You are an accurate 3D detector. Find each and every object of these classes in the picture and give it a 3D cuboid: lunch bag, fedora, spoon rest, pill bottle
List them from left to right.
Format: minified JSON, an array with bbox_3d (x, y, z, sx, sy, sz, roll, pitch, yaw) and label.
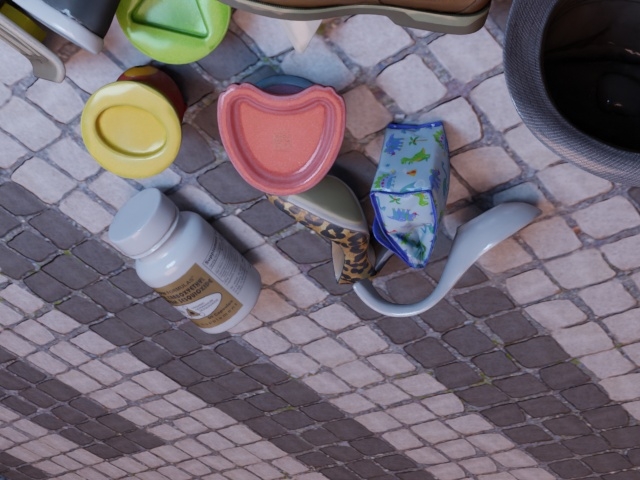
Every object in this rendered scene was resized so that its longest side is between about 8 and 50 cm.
[{"bbox_3d":[-0.206,0.030,1.229,0.131,0.131,0.229,-18,132,31],"label":"pill bottle"},{"bbox_3d":[0.122,-0.057,1.040,0.096,0.129,0.151,0,142,21],"label":"lunch bag"},{"bbox_3d":[0.183,0.030,1.110,0.276,0.137,0.084,-29,87,21],"label":"spoon rest"},{"bbox_3d":[0.307,-0.164,0.831,0.275,0.244,0.124,8,170,-2],"label":"fedora"}]

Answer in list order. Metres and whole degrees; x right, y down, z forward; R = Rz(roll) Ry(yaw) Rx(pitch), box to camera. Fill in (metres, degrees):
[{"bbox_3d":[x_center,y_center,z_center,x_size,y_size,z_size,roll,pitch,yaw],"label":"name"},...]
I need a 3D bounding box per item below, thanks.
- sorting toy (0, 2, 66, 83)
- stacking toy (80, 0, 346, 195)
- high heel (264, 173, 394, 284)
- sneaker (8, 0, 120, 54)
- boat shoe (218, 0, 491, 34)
[{"bbox_3d":[-0.385,-0.267,0.925,0.208,0.038,0.193,42,171,-29],"label":"sorting toy"},{"bbox_3d":[-0.115,-0.208,0.979,0.309,0.130,0.279,10,115,-2],"label":"stacking toy"},{"bbox_3d":[0.000,0.000,1.136,0.261,0.093,0.186,14,140,-33],"label":"high heel"},{"bbox_3d":[-0.310,-0.329,0.861,0.296,0.147,0.104,34,180,16],"label":"sneaker"},{"bbox_3d":[0.031,-0.288,0.809,0.307,0.111,0.104,2,143,-6],"label":"boat shoe"}]
